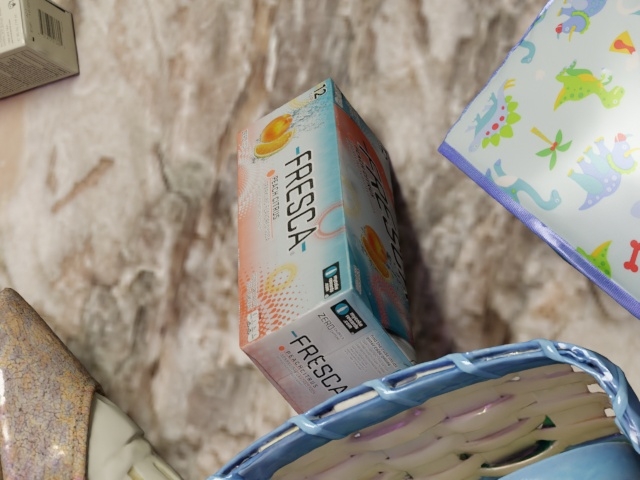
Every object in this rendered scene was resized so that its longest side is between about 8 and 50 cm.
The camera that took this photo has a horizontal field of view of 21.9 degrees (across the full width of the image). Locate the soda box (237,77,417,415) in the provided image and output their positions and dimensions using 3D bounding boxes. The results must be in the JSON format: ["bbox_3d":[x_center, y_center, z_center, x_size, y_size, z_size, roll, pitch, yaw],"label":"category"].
[{"bbox_3d":[0.000,0.000,0.801,0.063,0.058,0.183,-29,33,17],"label":"soda box"}]

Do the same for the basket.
[{"bbox_3d":[0.037,0.155,0.679,0.254,0.289,0.201,-24,73,16],"label":"basket"}]

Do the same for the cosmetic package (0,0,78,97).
[{"bbox_3d":[-0.205,-0.107,0.963,0.115,0.060,0.041,-15,74,19],"label":"cosmetic package"}]

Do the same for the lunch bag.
[{"bbox_3d":[0.148,-0.046,0.775,0.151,0.096,0.129,40,98,15],"label":"lunch bag"}]

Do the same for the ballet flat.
[{"bbox_3d":[-0.113,0.177,0.860,0.106,0.107,0.316,-7,82,2],"label":"ballet flat"}]
